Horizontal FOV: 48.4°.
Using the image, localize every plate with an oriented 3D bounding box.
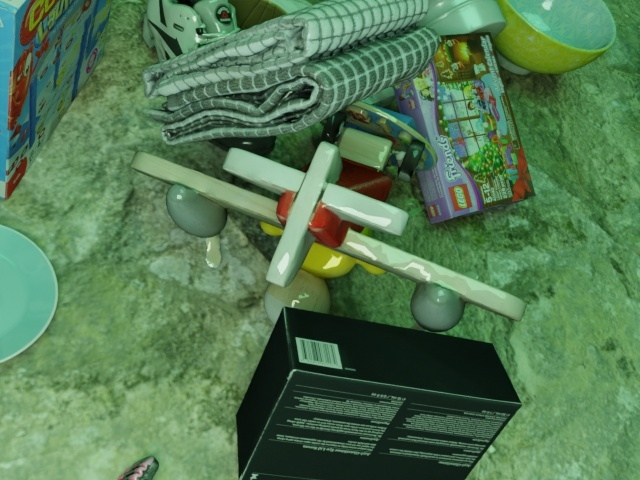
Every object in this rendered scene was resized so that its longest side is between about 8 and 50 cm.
[{"bbox_3d":[-0.390,0.060,0.788,0.188,0.024,0.188,13,54,-18],"label":"plate"}]

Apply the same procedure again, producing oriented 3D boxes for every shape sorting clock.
[{"bbox_3d":[0.078,-0.155,1.063,0.206,0.206,0.040,30,78,-4],"label":"shape sorting clock"}]

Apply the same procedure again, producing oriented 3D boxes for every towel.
[{"bbox_3d":[-0.036,-0.191,0.814,0.235,0.283,0.121,-35,112,-43],"label":"towel"}]

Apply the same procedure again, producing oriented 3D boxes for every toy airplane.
[{"bbox_3d":[0.000,0.000,0.856,0.384,0.273,0.386,8,20,-36],"label":"toy airplane"}]

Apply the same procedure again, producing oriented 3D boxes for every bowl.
[{"bbox_3d":[0.426,-0.430,1.436,0.289,0.156,0.290,12,53,-17],"label":"bowl"}]

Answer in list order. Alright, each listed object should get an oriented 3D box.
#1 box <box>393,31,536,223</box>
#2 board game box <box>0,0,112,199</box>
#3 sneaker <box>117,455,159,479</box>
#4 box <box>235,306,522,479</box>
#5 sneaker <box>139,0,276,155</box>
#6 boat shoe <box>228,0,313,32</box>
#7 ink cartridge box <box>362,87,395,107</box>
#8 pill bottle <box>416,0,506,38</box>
[{"bbox_3d":[0.232,-0.189,1.168,0.200,0.057,0.293,-14,88,-32],"label":"box"},{"bbox_3d":[-0.341,-0.257,0.852,0.086,0.302,0.308,23,51,-10],"label":"board game box"},{"bbox_3d":[-0.191,0.279,0.722,0.057,0.047,0.119,40,51,-17],"label":"sneaker"},{"bbox_3d":[0.056,0.190,0.795,0.261,0.184,0.103,12,32,-18],"label":"box"},{"bbox_3d":[-0.162,-0.275,1.056,0.122,0.146,0.331,-23,71,-37],"label":"sneaker"},{"bbox_3d":[-0.051,-0.365,1.208,0.277,0.098,0.096,21,48,-21],"label":"boat shoe"},{"bbox_3d":[0.072,-0.250,1.224,0.115,0.029,0.063,-29,73,-36],"label":"ink cartridge box"},{"bbox_3d":[0.171,-0.533,1.305,0.229,0.229,0.408,-24,87,-36],"label":"pill bottle"}]
